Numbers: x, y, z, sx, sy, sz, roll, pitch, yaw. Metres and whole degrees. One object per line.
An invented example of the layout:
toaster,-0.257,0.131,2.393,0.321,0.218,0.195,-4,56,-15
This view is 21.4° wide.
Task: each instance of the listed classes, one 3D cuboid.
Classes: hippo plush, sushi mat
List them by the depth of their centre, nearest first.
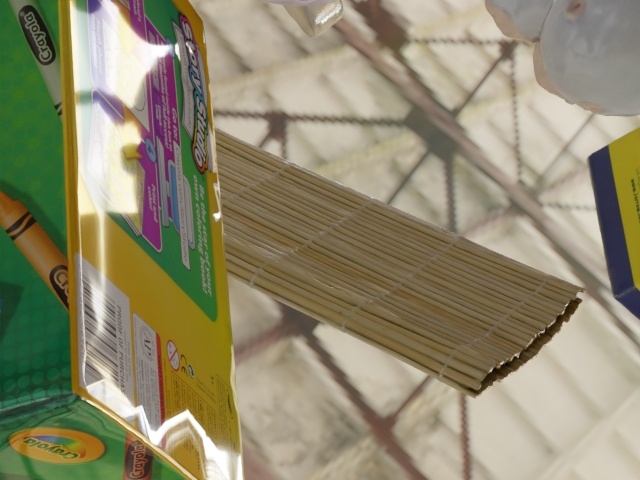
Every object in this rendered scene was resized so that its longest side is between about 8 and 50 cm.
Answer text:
sushi mat,0.000,0.000,1.070,0.316,0.019,0.151,25,-150,22
hippo plush,0.289,-0.169,1.426,0.294,0.234,0.237,-1,-143,4

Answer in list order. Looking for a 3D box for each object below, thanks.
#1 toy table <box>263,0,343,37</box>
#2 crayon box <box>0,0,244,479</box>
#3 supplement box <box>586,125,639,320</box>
toy table,-0.066,-0.249,1.023,0.274,0.252,0.161,63,169,2
crayon box,-0.107,-0.020,0.727,0.165,0.081,0.278,53,-154,-57
supplement box,0.458,-0.047,1.573,0.194,0.356,0.195,39,-146,-35
